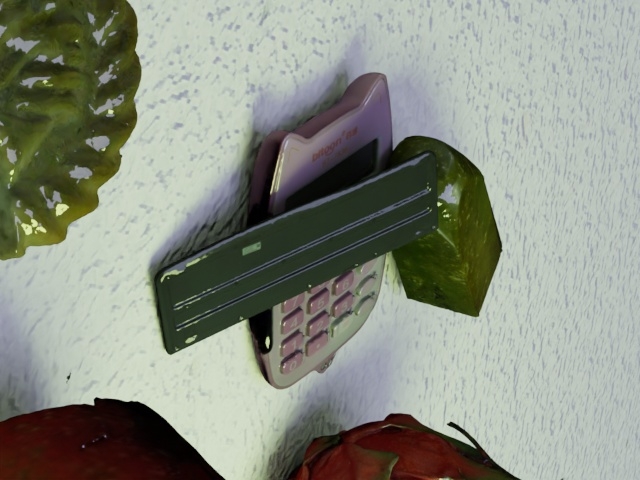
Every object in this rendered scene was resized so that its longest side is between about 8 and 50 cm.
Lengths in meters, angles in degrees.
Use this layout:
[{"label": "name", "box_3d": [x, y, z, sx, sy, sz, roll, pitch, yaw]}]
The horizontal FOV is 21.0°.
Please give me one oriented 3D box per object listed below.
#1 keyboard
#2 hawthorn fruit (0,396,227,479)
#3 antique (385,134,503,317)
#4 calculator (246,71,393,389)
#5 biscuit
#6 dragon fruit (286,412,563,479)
[{"label": "keyboard", "box_3d": [-0.058, 0.032, 1.439, 0.381, 0.041, 0.103, -29, 136, -26]}, {"label": "hawthorn fruit", "box_3d": [-0.178, 0.258, 1.211, 0.316, 0.316, 0.316, -33, 133, -44]}, {"label": "antique", "box_3d": [0.113, -0.014, 1.633, 0.221, 0.080, 0.081, 67, 40, -61]}, {"label": "calculator", "box_3d": [-0.001, 0.000, 1.554, 0.194, 0.043, 0.294, -37, 139, -42]}, {"label": "biscuit", "box_3d": [-0.187, -0.142, 1.108, 0.187, 0.036, 0.273, -42, 118, -43]}, {"label": "dragon fruit", "box_3d": [0.090, 0.273, 1.636, 0.234, 0.293, 0.233, -11, 90, -77]}]
